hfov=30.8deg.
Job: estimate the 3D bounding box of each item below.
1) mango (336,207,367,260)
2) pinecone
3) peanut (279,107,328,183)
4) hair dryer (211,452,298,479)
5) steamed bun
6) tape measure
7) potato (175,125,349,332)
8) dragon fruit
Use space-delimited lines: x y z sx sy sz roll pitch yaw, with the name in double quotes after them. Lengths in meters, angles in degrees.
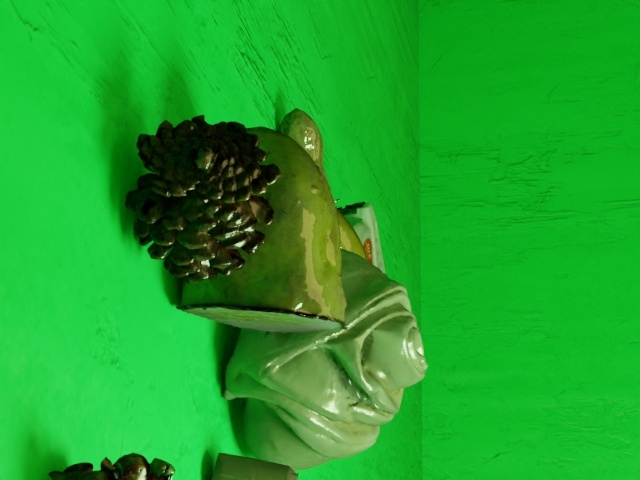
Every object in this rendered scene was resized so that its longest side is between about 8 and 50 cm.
0.000 0.000 2.019 0.114 0.156 0.251 -34 123 -24 "mango"
-0.139 -0.046 1.364 0.150 0.179 0.195 -144 -128 -67 "pinecone"
-0.033 -0.139 2.061 0.089 0.089 0.192 -18 99 -77 "peanut"
-0.100 0.375 1.610 0.064 0.117 0.181 -79 -179 -53 "hair dryer"
0.029 0.184 1.724 0.324 0.219 0.309 -51 134 -35 "steamed bun"
0.049 0.082 2.263 0.265 0.130 0.258 -51 134 -64 "tape measure"
-0.078 -0.018 1.534 0.229 0.229 0.266 33 59 -74 "potato"
-0.212 0.277 1.119 0.142 0.175 0.138 42 25 -28 "dragon fruit"
